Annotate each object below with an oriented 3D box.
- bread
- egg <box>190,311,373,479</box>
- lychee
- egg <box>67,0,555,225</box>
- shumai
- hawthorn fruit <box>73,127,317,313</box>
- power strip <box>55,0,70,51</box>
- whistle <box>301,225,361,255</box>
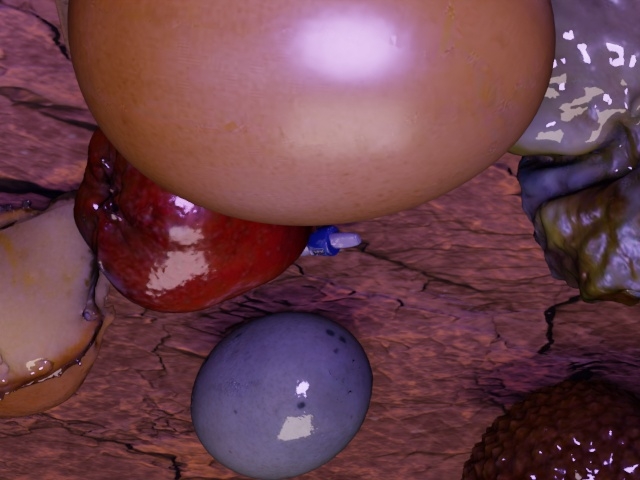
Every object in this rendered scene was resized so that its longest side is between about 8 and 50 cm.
[{"bbox_3d":[-0.301,0.074,1.620,0.262,0.204,0.162,-4,150,20],"label":"bread"},{"bbox_3d":[-0.043,0.163,1.811,0.169,0.169,0.236,16,155,-25],"label":"egg"},{"bbox_3d":[0.282,0.284,1.915,0.267,0.267,0.267,2,154,1],"label":"lychee"},{"bbox_3d":[-0.008,-0.132,1.097,0.322,0.250,0.250,12,160,26],"label":"egg"},{"bbox_3d":[0.224,-0.127,1.239,0.263,0.304,0.309,47,142,-8],"label":"shumai"},{"bbox_3d":[-0.093,-0.034,1.431,0.202,0.185,0.185,-3,159,-31],"label":"hawthorn fruit"},{"bbox_3d":[-0.160,-0.212,1.206,0.064,0.044,0.305,3,155,1],"label":"power strip"},{"bbox_3d":[0.000,0.000,1.638,0.083,0.029,0.033,-6,138,31],"label":"whistle"}]
